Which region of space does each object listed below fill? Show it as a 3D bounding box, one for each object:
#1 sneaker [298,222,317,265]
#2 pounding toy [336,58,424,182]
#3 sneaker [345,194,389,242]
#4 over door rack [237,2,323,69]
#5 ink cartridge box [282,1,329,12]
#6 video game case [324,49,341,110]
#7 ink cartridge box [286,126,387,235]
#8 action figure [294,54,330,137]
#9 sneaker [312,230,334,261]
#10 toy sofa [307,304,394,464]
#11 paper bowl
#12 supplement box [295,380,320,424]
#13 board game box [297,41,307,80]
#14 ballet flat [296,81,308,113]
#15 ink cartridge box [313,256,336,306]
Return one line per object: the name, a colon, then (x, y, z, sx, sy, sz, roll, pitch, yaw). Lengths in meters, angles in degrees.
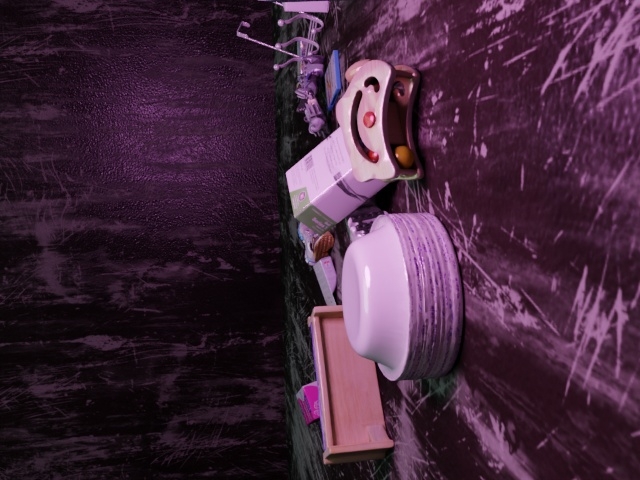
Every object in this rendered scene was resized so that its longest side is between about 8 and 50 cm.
sneaker: (-0.031, -0.008, 2.219, 0.083, 0.072, 0.190, 112, 146, -54)
pounding toy: (0.136, -0.230, 1.093, 0.154, 0.155, 0.269, -30, 69, 48)
sneaker: (0.090, -0.058, 1.344, 0.292, 0.110, 0.118, -101, 2, -50)
over door rack: (-0.156, -0.706, 2.037, 0.108, 0.324, 0.239, -56, -6, -24)
ink cartridge box: (-0.054, -0.778, 1.871, 0.190, 0.140, 0.082, -103, 15, -49)
video game case: (0.036, -0.474, 1.798, 0.166, 0.015, 0.119, 131, 135, -77)
ink cartridge box: (0.041, -0.140, 1.263, 0.219, 0.093, 0.160, -37, 39, 22)
action figure: (-0.025, -0.443, 1.899, 0.185, 0.099, 0.284, 81, -174, -60)
sneaker: (0.000, 0.000, 1.988, 0.185, 0.070, 0.083, 106, 154, -60)
toy sofa: (0.061, 0.348, 1.467, 0.177, 0.150, 0.362, 107, 158, -62)
paper bowl: (0.123, 0.095, 1.027, 0.284, 0.148, 0.284, 178, 90, -82)
supplement box: (-0.002, 0.523, 1.964, 0.220, 0.114, 0.111, 111, 139, -66)
board game box: (-0.071, -0.702, 2.351, 0.103, 0.026, 0.154, -122, 30, -71)
ballet flat: (-0.077, -0.563, 2.354, 0.057, 0.049, 0.173, 100, 165, -50)
ink cartridge box: (0.034, 0.150, 1.978, 0.145, 0.045, 0.179, 132, 117, -76)
